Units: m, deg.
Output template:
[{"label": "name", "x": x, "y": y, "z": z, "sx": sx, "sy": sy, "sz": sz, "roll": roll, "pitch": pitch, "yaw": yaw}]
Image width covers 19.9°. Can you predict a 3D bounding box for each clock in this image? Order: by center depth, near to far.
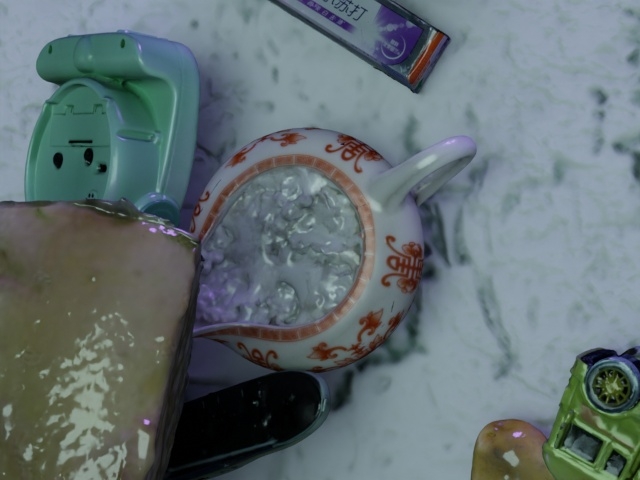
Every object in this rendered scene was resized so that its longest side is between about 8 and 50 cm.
[{"label": "clock", "x": -0.147, "y": -0.047, "z": 1.239, "sx": 0.148, "sy": 0.060, "sz": 0.188, "roll": 1, "pitch": 84, "yaw": 52}]

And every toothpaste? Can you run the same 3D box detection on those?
[{"label": "toothpaste", "x": -0.004, "y": -0.168, "z": 1.233, "sx": 0.196, "sy": 0.040, "sz": 0.047, "roll": 34, "pitch": 99, "yaw": 19}]

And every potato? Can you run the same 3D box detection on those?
[{"label": "potato", "x": -0.187, "y": 0.124, "z": 1.083, "sx": 0.189, "sy": 0.211, "sz": 0.264, "roll": 12, "pitch": 62, "yaw": -1}, {"label": "potato", "x": 0.126, "y": 0.157, "z": 1.164, "sx": 0.068, "sy": 0.062, "sz": 0.083, "roll": -18, "pitch": 113, "yaw": -6}]

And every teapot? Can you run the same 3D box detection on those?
[{"label": "teapot", "x": 0.000, "y": 0.000, "z": 1.191, "sx": 0.245, "sy": 0.116, "sz": 0.159, "roll": -39, "pitch": 63, "yaw": 19}]

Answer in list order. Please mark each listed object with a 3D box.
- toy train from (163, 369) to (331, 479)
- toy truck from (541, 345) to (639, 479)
[{"label": "toy train", "x": -0.079, "y": 0.134, "z": 1.223, "sx": 0.234, "sy": 0.051, "sz": 0.052, "roll": -21, "pitch": 72, "yaw": 31}, {"label": "toy truck", "x": 0.227, "y": 0.150, "z": 1.113, "sx": 0.191, "sy": 0.085, "sz": 0.116, "roll": 28, "pitch": 103, "yaw": 18}]
